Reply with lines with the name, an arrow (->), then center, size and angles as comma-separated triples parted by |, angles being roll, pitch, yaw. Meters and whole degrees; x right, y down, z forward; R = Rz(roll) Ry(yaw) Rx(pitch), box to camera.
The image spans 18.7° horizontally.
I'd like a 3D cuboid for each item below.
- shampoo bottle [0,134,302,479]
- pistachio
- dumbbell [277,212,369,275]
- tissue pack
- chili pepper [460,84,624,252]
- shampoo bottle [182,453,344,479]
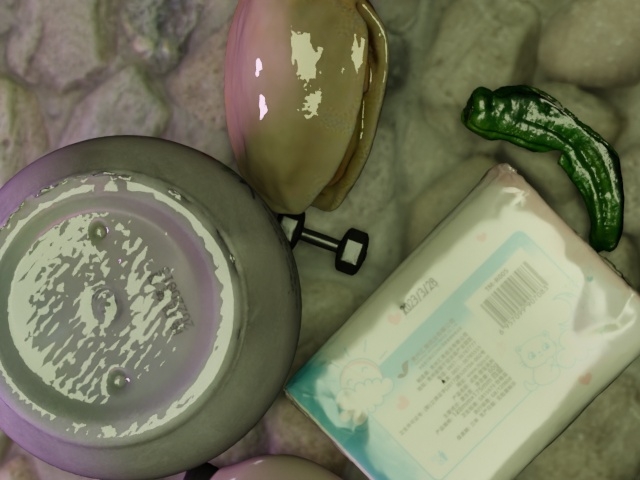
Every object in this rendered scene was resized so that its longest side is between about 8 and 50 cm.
shampoo bottle -> -0.150, 0.053, 1.559 | 0.273, 0.266, 0.273 | 0, 90, 4
pistachio -> -0.011, -0.134, 1.634 | 0.152, 0.126, 0.223 | 0, 95, 35
dumbbell -> 0.000, 0.000, 1.672 | 0.083, 0.040, 0.036 | 20, 121, 2
tissue pack -> 0.127, 0.096, 1.625 | 0.271, 0.124, 0.201 | -45, 90, 1
chili pepper -> 0.203, -0.073, 1.663 | 0.182, 0.050, 0.073 | 43, 83, -1
shampoo bottle -> -0.006, 0.258, 1.638 | 0.257, 0.078, 0.127 | 27, 96, 11
